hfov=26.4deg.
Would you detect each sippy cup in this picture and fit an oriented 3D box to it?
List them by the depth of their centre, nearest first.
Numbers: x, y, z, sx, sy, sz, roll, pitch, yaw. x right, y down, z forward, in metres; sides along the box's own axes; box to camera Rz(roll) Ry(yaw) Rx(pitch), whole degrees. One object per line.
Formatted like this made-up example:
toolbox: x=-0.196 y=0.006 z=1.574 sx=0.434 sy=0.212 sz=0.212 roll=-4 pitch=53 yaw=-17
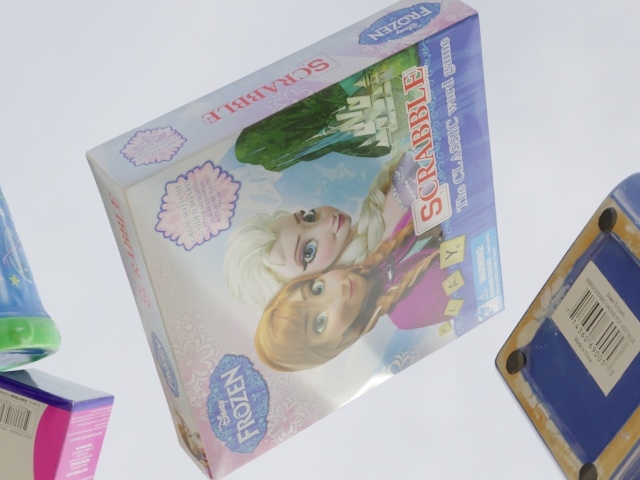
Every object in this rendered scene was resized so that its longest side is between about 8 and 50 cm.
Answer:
sippy cup: x=-0.422 y=0.037 z=1.507 sx=0.305 sy=0.240 sz=0.224 roll=-28 pitch=-108 yaw=59

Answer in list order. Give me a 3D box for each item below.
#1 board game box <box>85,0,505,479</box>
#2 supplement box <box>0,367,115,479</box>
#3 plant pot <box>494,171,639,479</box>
board game box: x=0.000 y=0.000 z=1.108 sx=0.066 sy=0.318 sz=0.319 roll=41 pitch=-28 yaw=45
supplement box: x=-0.327 y=0.266 z=1.534 sx=0.111 sy=0.114 sz=0.220 roll=17 pitch=-88 yaw=17
plant pot: x=0.279 y=0.096 z=1.006 sx=0.236 sy=0.212 sz=0.236 roll=-59 pitch=-147 yaw=23
